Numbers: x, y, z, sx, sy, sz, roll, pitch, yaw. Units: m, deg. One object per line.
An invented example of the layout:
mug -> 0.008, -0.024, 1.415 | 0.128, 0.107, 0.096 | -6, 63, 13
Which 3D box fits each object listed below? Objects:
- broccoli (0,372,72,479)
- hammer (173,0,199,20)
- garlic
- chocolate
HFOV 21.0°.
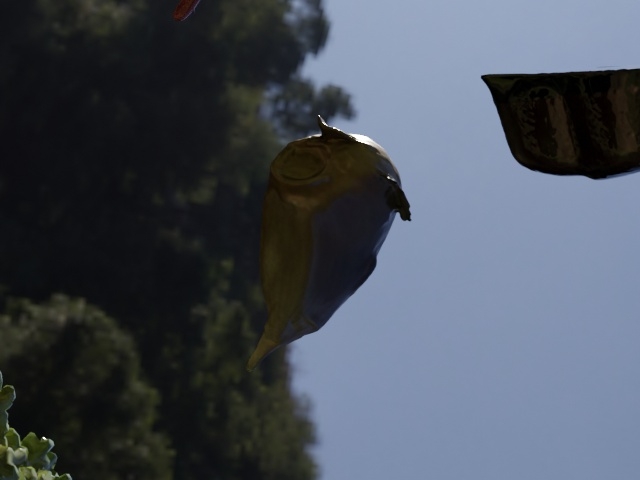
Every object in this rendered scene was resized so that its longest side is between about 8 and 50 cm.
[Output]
broccoli -> -0.217, 0.187, 0.892 | 0.235, 0.288, 0.260 | -9, -132, 32
hammer -> -0.092, -0.211, 1.389 | 0.083, 0.031, 0.052 | -54, -153, -4
garlic -> -0.002, -0.005, 0.962 | 0.066, 0.084, 0.152 | 55, -35, 41
chocolate -> 0.193, -0.084, 1.222 | 0.149, 0.125, 0.080 | -1, -84, 35
